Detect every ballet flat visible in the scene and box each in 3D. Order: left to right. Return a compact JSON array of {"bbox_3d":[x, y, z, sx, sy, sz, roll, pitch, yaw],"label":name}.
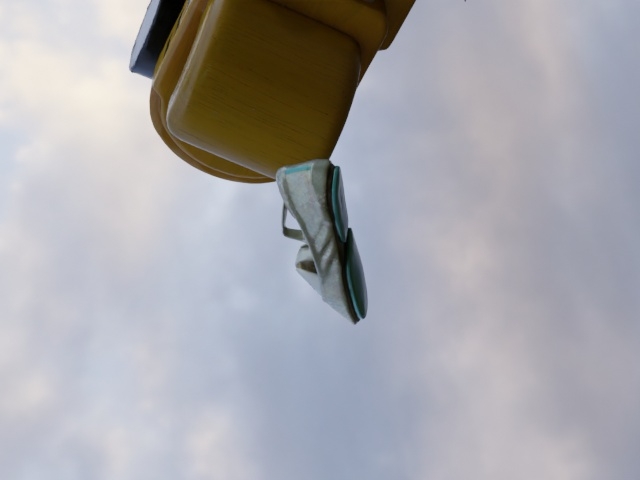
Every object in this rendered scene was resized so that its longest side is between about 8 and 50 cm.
[{"bbox_3d":[0.000,0.000,1.259,0.057,0.052,0.168,-81,-16,-44],"label":"ballet flat"}]

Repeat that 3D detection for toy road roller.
[{"bbox_3d":[-0.026,-0.194,1.407,0.202,0.329,0.240,22,-152,-15],"label":"toy road roller"}]
